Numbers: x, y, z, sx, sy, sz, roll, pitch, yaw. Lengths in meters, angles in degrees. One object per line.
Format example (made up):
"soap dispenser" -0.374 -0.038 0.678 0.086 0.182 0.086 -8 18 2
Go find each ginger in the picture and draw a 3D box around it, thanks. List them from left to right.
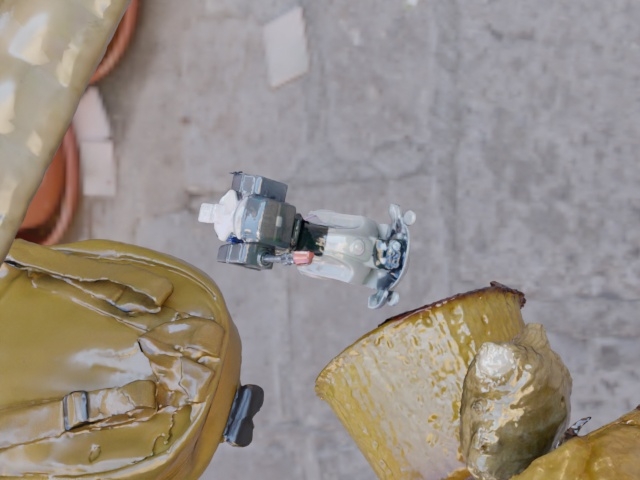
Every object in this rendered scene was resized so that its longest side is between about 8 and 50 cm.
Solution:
"ginger" 0.130 0.135 0.929 0.067 0.096 0.165 16 136 27

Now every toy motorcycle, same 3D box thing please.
"toy motorcycle" 0.000 0.000 1.276 0.150 0.221 0.102 6 83 50

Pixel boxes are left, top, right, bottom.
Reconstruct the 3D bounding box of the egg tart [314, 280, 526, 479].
"egg tart" 0.111 0.142 1.256 0.215 0.215 0.171 -40 66 41

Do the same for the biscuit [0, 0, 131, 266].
"biscuit" -0.136 -0.014 0.522 0.217 0.044 0.325 -68 15 -11

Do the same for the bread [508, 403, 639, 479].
"bread" 0.237 0.182 0.850 0.147 0.260 0.160 46 136 42

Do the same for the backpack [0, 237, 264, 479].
"backpack" -0.261 0.168 1.561 0.378 0.201 0.354 6 67 25
